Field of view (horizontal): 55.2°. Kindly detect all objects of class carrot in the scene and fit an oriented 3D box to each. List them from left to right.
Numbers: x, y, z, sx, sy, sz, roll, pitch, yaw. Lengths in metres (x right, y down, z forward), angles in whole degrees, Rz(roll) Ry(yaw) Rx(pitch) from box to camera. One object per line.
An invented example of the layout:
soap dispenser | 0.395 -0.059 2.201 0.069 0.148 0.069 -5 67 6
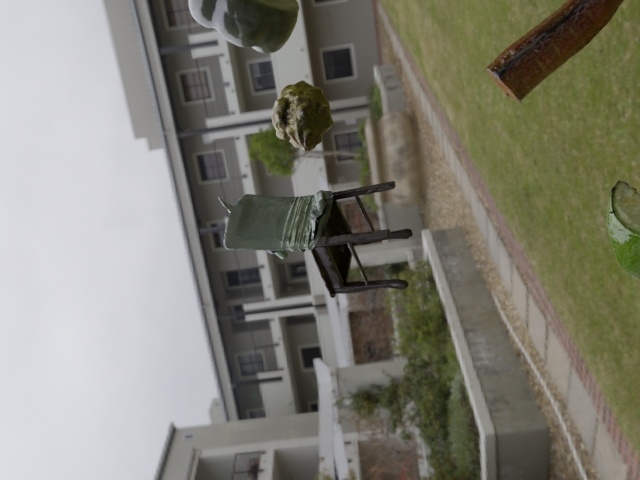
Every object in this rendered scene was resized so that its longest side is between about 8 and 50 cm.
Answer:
carrot | 0.215 -0.182 0.539 0.048 0.139 0.048 43 -160 -20

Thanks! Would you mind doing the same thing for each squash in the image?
squash | 0.764 0.003 1.491 0.203 0.111 0.289 40 174 26

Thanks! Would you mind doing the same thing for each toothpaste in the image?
toothpaste | -0.148 -0.024 1.374 0.216 0.037 0.062 43 179 -34

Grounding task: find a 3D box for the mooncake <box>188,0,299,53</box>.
mooncake | -0.182 -0.546 1.444 0.275 0.274 0.135 -90 25 -58

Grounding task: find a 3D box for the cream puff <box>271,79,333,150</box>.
cream puff | -0.043 -0.265 1.323 0.116 0.146 0.146 -76 -22 -68

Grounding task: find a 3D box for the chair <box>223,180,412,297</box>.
chair | 0.000 0.000 1.175 0.186 0.319 0.160 63 -151 -44
